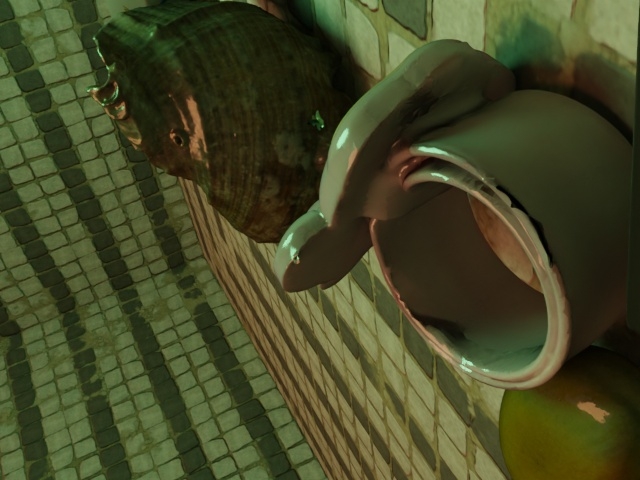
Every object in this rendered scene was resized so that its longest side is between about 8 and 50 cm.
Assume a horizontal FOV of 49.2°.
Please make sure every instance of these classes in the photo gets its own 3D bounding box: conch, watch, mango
[{"bbox_3d":[-0.075,-0.161,0.806,0.352,0.210,0.297,35,-140,-53],"label":"conch"},{"bbox_3d":[0.102,0.006,0.506,0.217,0.211,0.248,51,152,22],"label":"watch"},{"bbox_3d":[0.199,0.147,0.535,0.130,0.092,0.194,58,163,23],"label":"mango"}]

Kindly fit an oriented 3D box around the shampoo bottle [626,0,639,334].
[{"bbox_3d":[0.194,-0.023,0.315,0.080,0.079,0.246,47,156,54],"label":"shampoo bottle"}]

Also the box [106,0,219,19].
[{"bbox_3d":[-0.184,-0.345,0.899,0.067,0.233,0.149,18,151,12],"label":"box"}]
